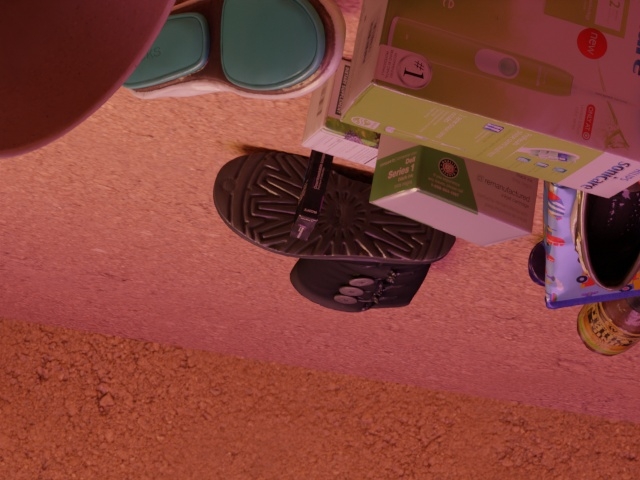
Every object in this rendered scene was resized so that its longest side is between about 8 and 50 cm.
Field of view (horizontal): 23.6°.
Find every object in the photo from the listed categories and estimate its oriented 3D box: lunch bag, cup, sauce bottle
[{"bbox_3d":[0.418,-0.039,1.843,0.293,0.138,0.221,-1,134,6],"label":"lunch bag"},{"bbox_3d":[-0.306,-0.273,1.370,0.237,0.331,0.331,34,173,21],"label":"cup"},{"bbox_3d":[0.491,0.103,2.440,0.111,0.111,0.344,12,164,2],"label":"sauce bottle"}]

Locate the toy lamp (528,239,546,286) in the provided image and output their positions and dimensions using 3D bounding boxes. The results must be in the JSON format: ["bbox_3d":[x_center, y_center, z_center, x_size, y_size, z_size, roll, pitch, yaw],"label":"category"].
[{"bbox_3d":[0.364,0.016,2.274,0.080,0.080,0.274,12,164,-2],"label":"toy lamp"}]

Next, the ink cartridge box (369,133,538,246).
[{"bbox_3d":[0.155,-0.124,1.647,0.160,0.219,0.093,19,160,-28],"label":"ink cartridge box"}]

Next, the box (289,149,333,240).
[{"bbox_3d":[-0.004,-0.090,2.005,0.029,0.162,0.116,14,165,-4],"label":"box"}]

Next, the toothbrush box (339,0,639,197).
[{"bbox_3d":[0.183,-0.183,1.428,0.283,0.206,0.122,16,164,-12],"label":"toothbrush box"}]

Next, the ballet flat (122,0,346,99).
[{"bbox_3d":[-0.076,-0.219,1.701,0.139,0.139,0.400,24,165,-38],"label":"ballet flat"}]

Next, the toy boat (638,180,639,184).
[{"bbox_3d":[0.416,-0.112,1.566,0.231,0.151,0.151,-9,173,-2],"label":"toy boat"}]

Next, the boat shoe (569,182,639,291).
[{"bbox_3d":[0.333,-0.078,1.664,0.109,0.091,0.305,0,131,-1],"label":"boat shoe"}]

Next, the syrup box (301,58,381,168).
[{"bbox_3d":[0.106,-0.136,1.882,0.237,0.093,0.096,16,164,-15],"label":"syrup box"}]

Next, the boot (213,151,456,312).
[{"bbox_3d":[0.002,0.001,2.422,0.367,0.146,0.445,15,170,-3],"label":"boot"}]
